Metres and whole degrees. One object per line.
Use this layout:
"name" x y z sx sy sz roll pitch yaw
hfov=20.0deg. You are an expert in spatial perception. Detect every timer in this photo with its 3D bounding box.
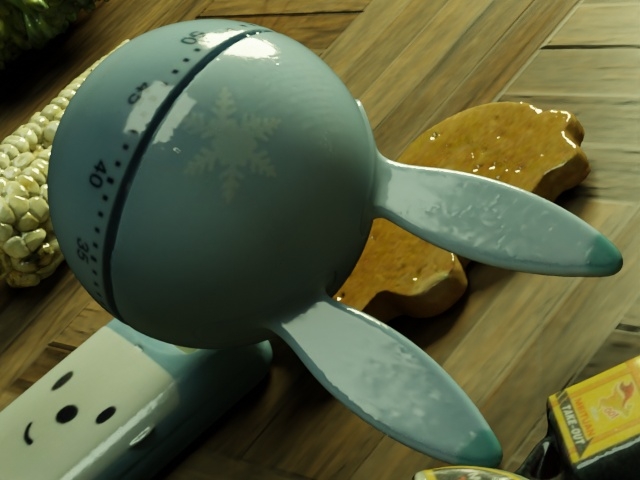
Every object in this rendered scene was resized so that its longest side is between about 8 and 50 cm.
"timer" -0.010 0.000 0.868 0.175 0.255 0.175 -57 1 2

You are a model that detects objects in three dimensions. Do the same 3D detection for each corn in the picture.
"corn" -0.159 -0.055 1.192 0.087 0.087 0.211 1 41 48

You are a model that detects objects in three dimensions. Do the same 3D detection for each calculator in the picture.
"calculator" -0.114 0.093 0.957 0.210 0.039 0.121 -40 30 -12

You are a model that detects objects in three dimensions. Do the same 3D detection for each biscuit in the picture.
"biscuit" 0.051 -0.010 0.948 0.184 0.027 0.133 -43 34 -12

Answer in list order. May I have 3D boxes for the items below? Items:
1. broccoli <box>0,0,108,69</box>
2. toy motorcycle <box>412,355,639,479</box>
"broccoli" -0.294 -0.253 1.469 0.288 0.245 0.248 -29 37 21
"toy motorcycle" 0.096 0.145 0.600 0.157 0.091 0.263 -26 27 6
